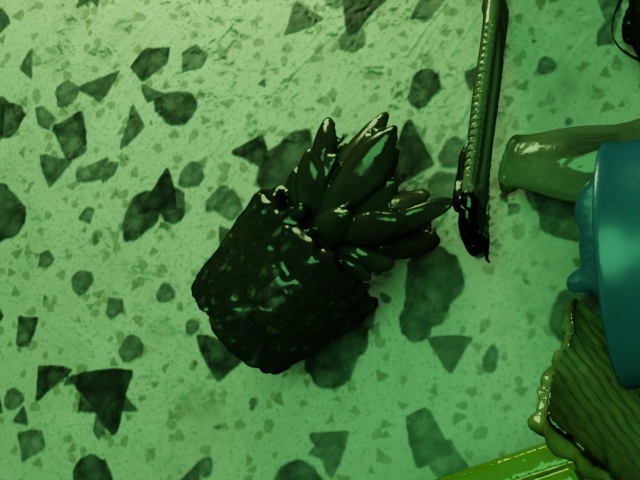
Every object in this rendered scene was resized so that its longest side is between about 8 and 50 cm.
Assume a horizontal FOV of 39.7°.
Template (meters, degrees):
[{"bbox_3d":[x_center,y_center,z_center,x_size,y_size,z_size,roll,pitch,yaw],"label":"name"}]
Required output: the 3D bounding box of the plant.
[{"bbox_3d":[0.000,0.000,1.064,0.320,0.181,0.194,-42,59,3],"label":"plant"}]

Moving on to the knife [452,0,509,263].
[{"bbox_3d":[0.196,-0.151,1.074,0.043,0.089,0.365,2,69,19],"label":"knife"}]

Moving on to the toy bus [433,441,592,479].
[{"bbox_3d":[0.196,0.290,0.918,0.262,0.150,0.128,-24,67,15],"label":"toy bus"}]

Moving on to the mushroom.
[{"bbox_3d":[0.372,-0.102,0.997,0.351,0.097,0.110,-10,69,20],"label":"mushroom"}]

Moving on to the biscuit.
[{"bbox_3d":[0.295,0.173,0.879,0.187,0.273,0.036,43,119,6],"label":"biscuit"}]

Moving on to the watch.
[{"bbox_3d":[0.340,0.054,0.831,0.241,0.274,0.305,-8,82,25],"label":"watch"}]

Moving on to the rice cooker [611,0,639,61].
[{"bbox_3d":[0.436,-0.250,1.000,0.203,0.118,0.142,23,78,24],"label":"rice cooker"}]
